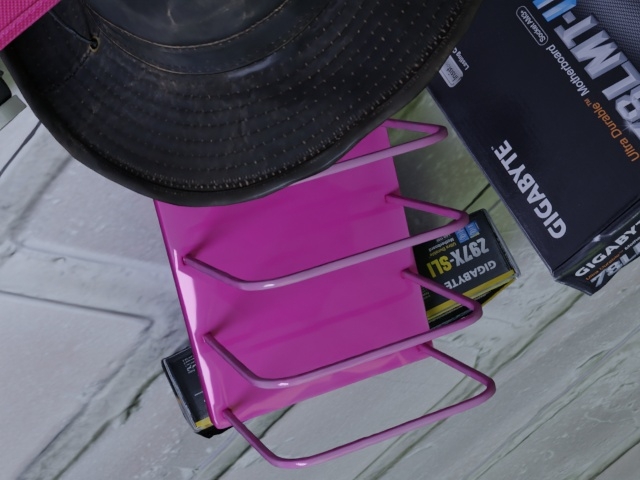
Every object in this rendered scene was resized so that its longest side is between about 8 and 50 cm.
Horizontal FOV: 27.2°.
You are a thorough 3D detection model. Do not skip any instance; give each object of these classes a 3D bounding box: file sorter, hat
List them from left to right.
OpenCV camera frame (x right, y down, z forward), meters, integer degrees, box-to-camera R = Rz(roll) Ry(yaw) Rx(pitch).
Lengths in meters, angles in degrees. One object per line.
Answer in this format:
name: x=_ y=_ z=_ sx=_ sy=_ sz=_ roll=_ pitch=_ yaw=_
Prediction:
hat: x=-0.072 y=-0.192 z=0.685 sx=0.331 sy=0.331 sz=0.134 roll=-33 pitch=156 yaw=7
file sorter: x=0.000 y=0.000 z=1.012 sx=0.202 sy=0.182 sz=0.291 roll=-17 pitch=104 yaw=-17

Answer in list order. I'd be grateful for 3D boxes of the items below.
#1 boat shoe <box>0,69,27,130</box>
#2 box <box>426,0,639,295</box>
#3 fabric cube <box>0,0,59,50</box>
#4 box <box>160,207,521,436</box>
boat shoe: x=-0.320 y=-0.061 z=0.945 sx=0.233 sy=0.084 sz=0.079 roll=-32 pitch=109 yaw=17
box: x=0.224 y=-0.162 z=0.987 sx=0.293 sy=0.296 sz=0.073 roll=-41 pitch=145 yaw=19
fabric cube: x=-0.242 y=-0.231 z=0.570 sx=0.254 sy=0.259 sz=0.258 roll=-37 pitch=139 yaw=14
box: x=0.015 y=0.089 z=1.275 sx=0.322 sy=0.079 sz=0.257 roll=-25 pitch=174 yaw=-6
